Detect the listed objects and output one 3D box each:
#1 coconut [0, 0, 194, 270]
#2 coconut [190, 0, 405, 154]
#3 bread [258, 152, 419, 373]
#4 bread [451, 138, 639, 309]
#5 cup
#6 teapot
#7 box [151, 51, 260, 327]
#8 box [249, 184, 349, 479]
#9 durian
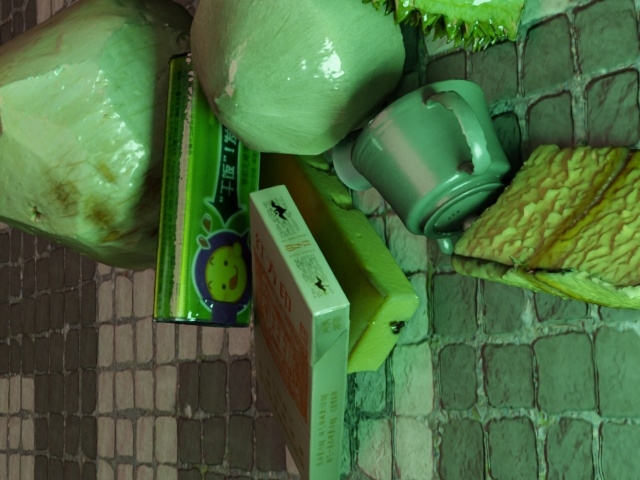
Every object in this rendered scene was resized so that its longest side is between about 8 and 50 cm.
[{"bbox_3d":[-0.307,-0.142,1.681,0.344,0.415,0.415,117,155,-88],"label":"coconut"},{"bbox_3d":[-0.039,-0.219,1.393,0.237,0.266,0.237,16,125,24],"label":"coconut"},{"bbox_3d":[0.000,0.000,1.505,0.361,0.077,0.138,59,134,41],"label":"bread"},{"bbox_3d":[0.260,0.005,1.091,0.266,0.178,0.142,9,126,59],"label":"bread"},{"bbox_3d":[0.078,-0.121,1.415,0.116,0.074,0.104,-21,41,50],"label":"cup"},{"bbox_3d":[0.135,-0.069,1.240,0.239,0.162,0.149,99,148,-63],"label":"teapot"},{"bbox_3d":[-0.145,-0.063,1.509,0.097,0.134,0.346,-3,81,41],"label":"box"},{"bbox_3d":[-0.028,0.129,1.431,0.365,0.051,0.205,92,157,-47],"label":"box"},{"bbox_3d":[0.109,-0.380,1.301,0.198,0.163,0.394,-27,66,47],"label":"durian"}]
